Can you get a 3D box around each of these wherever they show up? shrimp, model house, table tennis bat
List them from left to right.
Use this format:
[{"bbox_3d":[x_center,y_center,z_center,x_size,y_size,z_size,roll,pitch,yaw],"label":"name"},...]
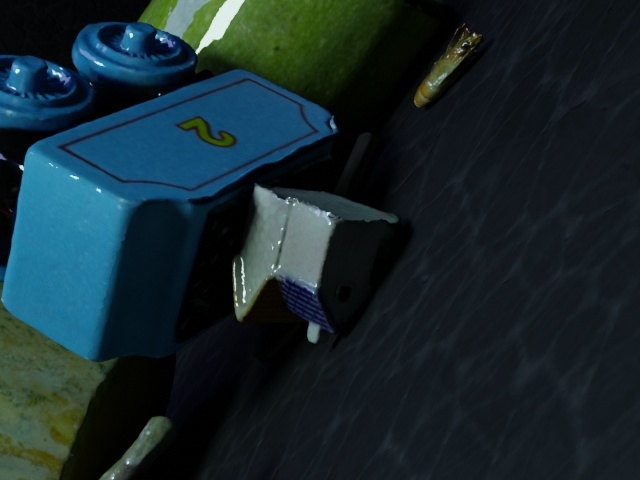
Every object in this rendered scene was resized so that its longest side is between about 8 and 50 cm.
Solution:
[{"bbox_3d":[0.000,0.020,0.840,0.100,0.087,0.100,21,102,48],"label":"model house"},{"bbox_3d":[0.000,0.000,1.036,0.138,0.022,0.246,-42,19,54],"label":"table tennis bat"},{"bbox_3d":[0.115,-0.160,0.997,0.083,0.023,0.114,-59,7,-31],"label":"shrimp"}]

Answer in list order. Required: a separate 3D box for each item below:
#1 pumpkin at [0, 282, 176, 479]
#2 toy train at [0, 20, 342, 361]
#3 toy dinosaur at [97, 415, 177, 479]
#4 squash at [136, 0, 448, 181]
[{"bbox_3d":[-0.253,0.170,1.025,0.332,0.199,0.332,13,-90,-88],"label":"pumpkin"},{"bbox_3d":[-0.141,-0.050,0.959,0.300,0.265,0.188,-34,-34,-55],"label":"toy train"},{"bbox_3d":[-0.153,0.231,0.780,0.162,0.077,0.294,-43,-16,-35],"label":"toy dinosaur"},{"bbox_3d":[-0.080,-0.156,1.210,0.384,0.263,0.263,-53,11,17],"label":"squash"}]
